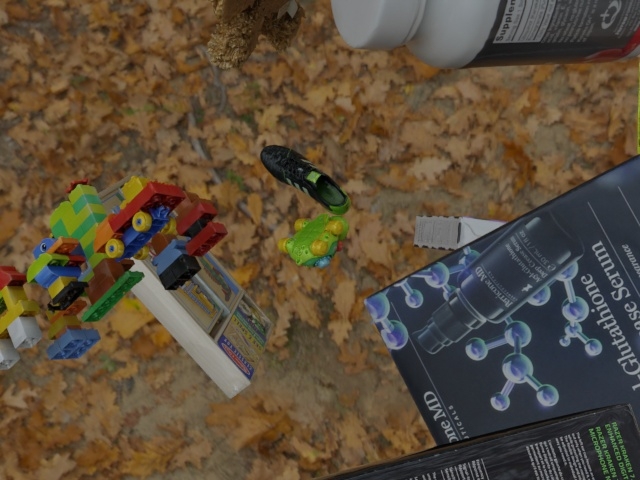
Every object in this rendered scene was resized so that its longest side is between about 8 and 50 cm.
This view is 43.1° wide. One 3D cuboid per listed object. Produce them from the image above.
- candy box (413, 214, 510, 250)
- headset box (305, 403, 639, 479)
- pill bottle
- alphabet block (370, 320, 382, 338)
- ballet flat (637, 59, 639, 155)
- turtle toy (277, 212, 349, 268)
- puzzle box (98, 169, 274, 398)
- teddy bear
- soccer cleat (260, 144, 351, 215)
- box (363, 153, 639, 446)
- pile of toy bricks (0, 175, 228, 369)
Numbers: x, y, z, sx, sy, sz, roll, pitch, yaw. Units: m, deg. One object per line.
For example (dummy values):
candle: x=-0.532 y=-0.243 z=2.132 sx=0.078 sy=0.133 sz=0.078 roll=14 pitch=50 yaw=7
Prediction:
candy box: x=0.301 y=-0.008 z=1.617 sx=0.164 sy=0.196 sz=0.070 roll=6 pitch=90 yaw=-19
headset box: x=0.055 y=0.211 z=0.534 sx=0.283 sy=0.246 sz=0.131 roll=-8 pitch=73 yaw=-24
pill bottle: x=0.179 y=-0.261 z=0.806 sx=0.318 sy=0.176 sz=0.176 roll=-6 pitch=56 yaw=-20
alphabet block: x=0.238 y=0.186 z=1.694 sx=0.193 sy=0.192 sz=0.197 roll=-41 pitch=82 yaw=1
ballet flat: x=0.465 y=-0.197 z=1.101 sx=0.077 sy=0.077 sz=0.231 roll=1 pitch=83 yaw=41
turtle toy: x=0.000 y=0.000 z=1.315 sx=0.095 sy=0.066 sz=0.130 roll=5 pitch=43 yaw=41
puzzle box: x=-0.249 y=0.065 z=1.450 sx=0.052 sy=0.272 sz=0.409 roll=-38 pitch=99 yaw=15
teddy bear: x=-0.095 y=-0.367 z=1.140 sx=0.113 sy=0.245 sz=0.338 roll=29 pitch=31 yaw=14
soccer cleat: x=-0.023 y=-0.107 z=1.347 sx=0.179 sy=0.072 sz=0.060 roll=35 pitch=80 yaw=5
box: x=0.311 y=0.104 z=1.039 sx=0.395 sy=0.212 sz=0.294 roll=-31 pitch=83 yaw=27
pile of toy bricks: x=-0.180 y=0.002 z=0.634 sx=0.212 sy=0.118 sz=0.105 roll=-39 pitch=67 yaw=23
